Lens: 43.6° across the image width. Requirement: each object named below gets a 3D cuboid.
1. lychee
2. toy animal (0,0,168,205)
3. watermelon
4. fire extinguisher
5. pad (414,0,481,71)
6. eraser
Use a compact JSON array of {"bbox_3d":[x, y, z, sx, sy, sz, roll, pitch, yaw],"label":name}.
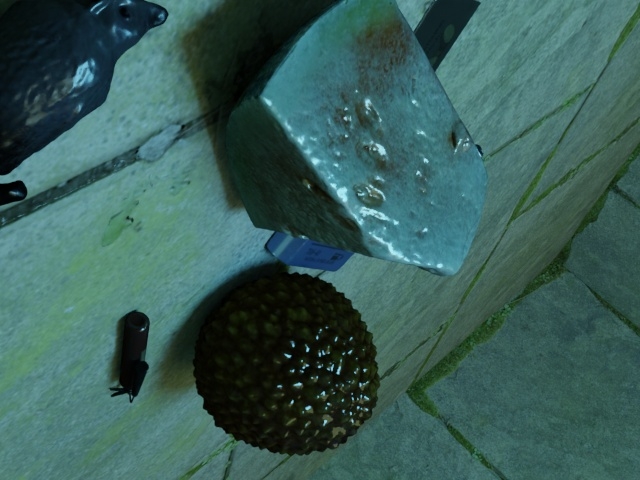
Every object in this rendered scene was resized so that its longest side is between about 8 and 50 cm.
[{"bbox_3d":[-0.039,0.175,1.100,0.267,0.267,0.267,-40,159,-18],"label":"lychee"},{"bbox_3d":[-0.189,-0.088,0.525,0.210,0.121,0.117,-44,180,-27],"label":"toy animal"},{"bbox_3d":[0.054,-0.071,0.802,0.228,0.258,0.387,-41,163,-10],"label":"watermelon"},{"bbox_3d":[-0.225,0.152,0.974,0.035,0.049,0.173,-41,161,-38],"label":"fire extinguisher"},{"bbox_3d":[0.128,-0.230,1.025,0.127,0.004,0.190,-14,142,-57],"label":"pad"},{"bbox_3d":[0.000,0.000,1.159,0.082,0.036,0.225,-48,161,10],"label":"eraser"}]
